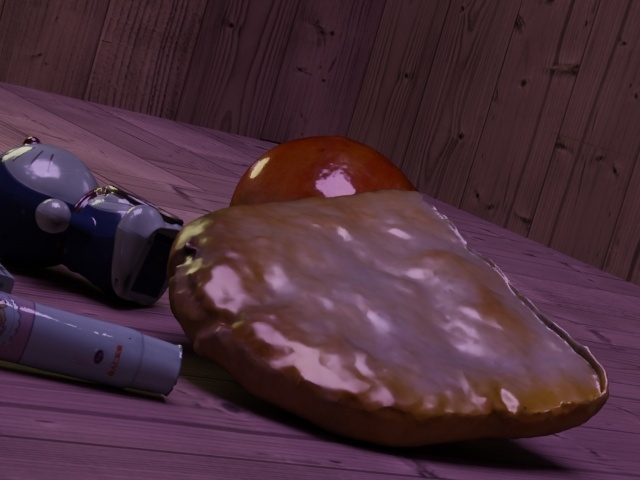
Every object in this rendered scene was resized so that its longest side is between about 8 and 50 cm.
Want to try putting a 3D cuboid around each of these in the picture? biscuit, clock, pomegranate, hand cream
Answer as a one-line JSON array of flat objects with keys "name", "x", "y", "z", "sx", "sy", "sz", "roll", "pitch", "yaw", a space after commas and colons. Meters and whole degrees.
[{"name": "biscuit", "x": 0.052, "y": 0.088, "z": 1.977, "sx": 0.446, "sy": 0.104, "sz": 0.429, "roll": -7, "pitch": 38, "yaw": -41}, {"name": "clock", "x": -0.288, "y": -0.023, "z": 2.161, "sx": 0.243, "sy": 0.147, "sz": 0.199, "roll": 23, "pitch": 4, "yaw": 18}, {"name": "pomegranate", "x": 0.000, "y": 0.000, "z": 2.328, "sx": 0.252, "sy": 0.229, "sz": 0.270, "roll": 27, "pitch": 33, "yaw": 8}, {"name": "hand cream", "x": -0.288, "y": 0.078, "z": 1.705, "sx": 0.331, "sy": 0.085, "sz": 0.058, "roll": 17, "pitch": 17, "yaw": -19}]

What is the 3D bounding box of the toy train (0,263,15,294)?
[{"name": "toy train", "x": -0.377, "y": 0.027, "z": 1.957, "sx": 0.052, "sy": 0.051, "sz": 0.234, "roll": 17, "pitch": 7, "yaw": -27}]
